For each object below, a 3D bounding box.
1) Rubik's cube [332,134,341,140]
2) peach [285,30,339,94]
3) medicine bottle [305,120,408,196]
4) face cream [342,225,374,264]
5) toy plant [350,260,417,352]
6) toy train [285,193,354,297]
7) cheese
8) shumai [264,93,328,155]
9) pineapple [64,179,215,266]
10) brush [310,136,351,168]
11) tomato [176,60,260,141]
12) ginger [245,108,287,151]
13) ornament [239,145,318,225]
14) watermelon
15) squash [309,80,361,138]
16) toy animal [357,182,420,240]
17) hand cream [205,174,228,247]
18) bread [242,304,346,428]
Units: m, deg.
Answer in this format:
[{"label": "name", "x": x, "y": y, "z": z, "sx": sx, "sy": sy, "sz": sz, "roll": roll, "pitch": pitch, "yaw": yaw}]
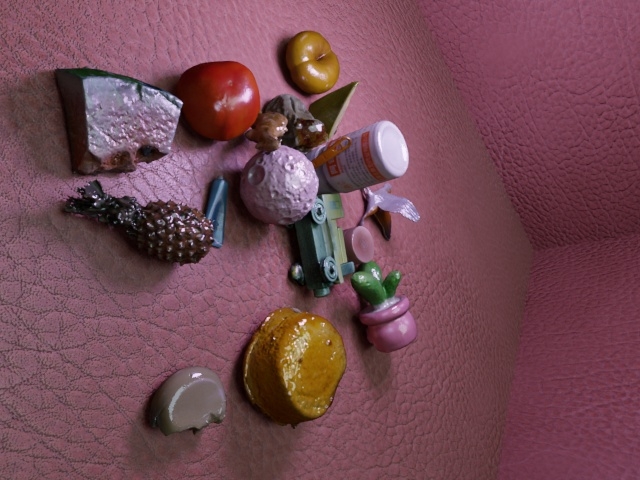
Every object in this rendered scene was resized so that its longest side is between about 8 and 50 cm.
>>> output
[{"label": "Rubik's cube", "x": 0.077, "y": -0.383, "z": 1.967, "sx": 0.084, "sy": 0.075, "sz": 0.073, "roll": 25, "pitch": 44, "yaw": -27}, {"label": "peach", "x": -0.034, "y": -0.700, "z": 1.873, "sx": 0.251, "sy": 0.153, "sz": 0.251, "roll": 27, "pitch": 53, "yaw": -43}, {"label": "medicine bottle", "x": 0.118, "y": -0.290, "z": 1.762, "sx": 0.211, "sy": 0.371, "sz": 0.211, "roll": 17, "pitch": 68, "yaw": -47}, {"label": "face cream", "x": 0.132, "y": 0.023, "z": 1.898, "sx": 0.149, "sy": 0.104, "sz": 0.149, "roll": 16, "pitch": 68, "yaw": -46}, {"label": "toy plant", "x": 0.239, "y": 0.256, "z": 1.860, "sx": 0.317, "sy": 0.210, "sz": 0.356, "roll": -39, "pitch": 112, "yaw": -73}, {"label": "toy train", "x": 0.000, "y": 0.000, "z": 1.719, "sx": 0.253, "sy": 0.160, "sz": 0.397, "roll": -11, "pitch": 90, "yaw": -59}, {"label": "cheese", "x": -0.351, "y": 0.424, "z": 1.240, "sx": 0.202, "sy": 0.091, "sz": 0.175, "roll": -11, "pitch": 89, "yaw": -48}, {"label": "shumai", "x": -0.070, "y": -0.416, "z": 1.700, "sx": 0.225, "sy": 0.222, "sz": 0.261, "roll": 9, "pitch": 68, "yaw": -45}, {"label": "pineapple", "x": -0.452, "y": -0.044, "z": 1.210, "sx": 0.361, "sy": 0.175, "sz": 0.175, "roll": 18, "pitch": 66, "yaw": -35}, {"label": "brush", "x": -0.023, "y": -0.268, "z": 1.667, "sx": 0.090, "sy": 0.314, "sz": 0.017, "roll": 47, "pitch": 18, "yaw": -33}, {"label": "tomato", "x": -0.298, "y": -0.431, "z": 1.440, "sx": 0.259, "sy": 0.180, "sz": 0.260, "roll": 5, "pitch": 77, "yaw": -24}, {"label": "ginger", "x": -0.176, "y": -0.357, "z": 1.529, "sx": 0.148, "sy": 0.081, "sz": 0.334, "roll": 3, "pitch": 35, "yaw": -13}, {"label": "ornament", "x": -0.137, "y": -0.179, "z": 1.524, "sx": 0.225, "sy": 0.259, "sz": 0.259, "roll": 15, "pitch": 68, "yaw": -57}, {"label": "watermelon", "x": -0.502, "y": -0.322, "z": 1.218, "sx": 0.264, "sy": 0.151, "sz": 0.302, "roll": -4, "pitch": 83, "yaw": -50}, {"label": "squash", "x": 0.077, "y": -0.498, "z": 1.862, "sx": 0.169, "sy": 0.252, "sz": 0.093, "roll": 59, "pitch": 45, "yaw": -20}, {"label": "toy animal", "x": 0.225, "y": -0.126, "z": 2.071, "sx": 0.284, "sy": 0.225, "sz": 0.302, "roll": -19, "pitch": 81, "yaw": -30}, {"label": "hand cream", "x": -0.321, "y": -0.094, "z": 1.457, "sx": 0.083, "sy": 0.048, "sz": 0.224, "roll": 18, "pitch": 71, "yaw": -48}, {"label": "bread", "x": -0.065, "y": 0.389, "z": 1.498, "sx": 0.337, "sy": 0.204, "sz": 0.358, "roll": 56, "pitch": 42, "yaw": -30}]
